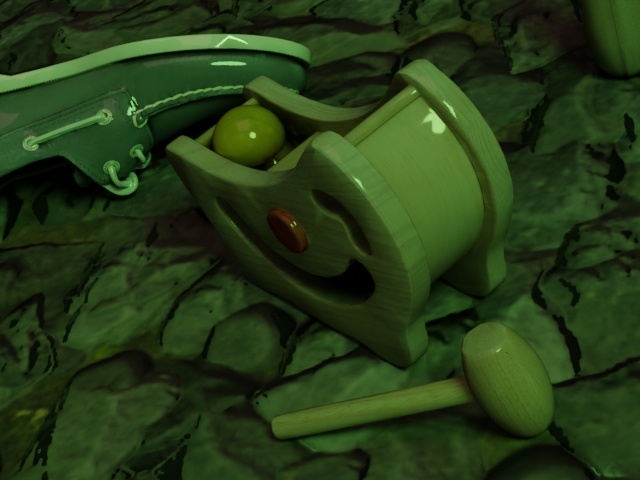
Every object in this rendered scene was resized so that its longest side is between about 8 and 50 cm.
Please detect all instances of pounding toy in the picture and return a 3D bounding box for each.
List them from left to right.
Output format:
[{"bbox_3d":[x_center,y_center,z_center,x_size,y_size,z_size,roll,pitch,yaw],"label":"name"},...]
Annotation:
[{"bbox_3d":[0.000,0.000,0.676,0.155,0.154,0.269,-40,41,-22],"label":"pounding toy"}]

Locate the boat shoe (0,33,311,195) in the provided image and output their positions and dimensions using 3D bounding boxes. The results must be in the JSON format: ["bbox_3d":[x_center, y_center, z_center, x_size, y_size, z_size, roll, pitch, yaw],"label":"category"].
[{"bbox_3d":[-0.158,-0.074,0.917,0.320,0.116,0.099,-10,82,5],"label":"boat shoe"}]

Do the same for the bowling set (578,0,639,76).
[{"bbox_3d":[0.250,-0.256,0.862,0.200,0.154,0.287,-14,39,11],"label":"bowling set"}]
